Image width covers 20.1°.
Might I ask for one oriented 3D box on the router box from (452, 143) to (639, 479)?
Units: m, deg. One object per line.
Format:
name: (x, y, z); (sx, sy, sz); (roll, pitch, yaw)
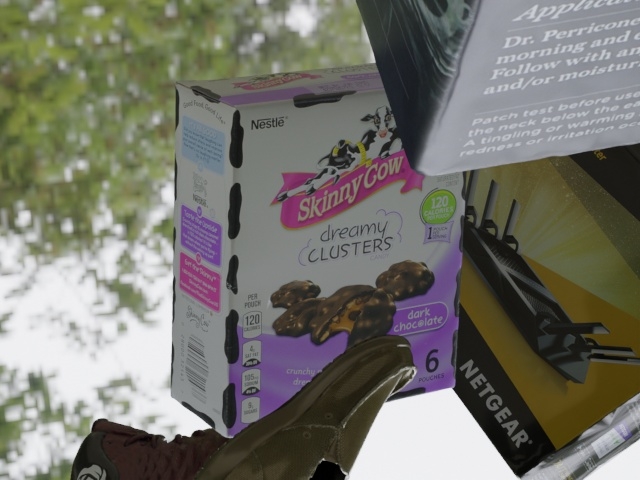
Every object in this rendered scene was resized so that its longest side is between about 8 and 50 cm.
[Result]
router box: (0.183, 0.022, 1.448); (0.243, 0.081, 0.309); (-36, -124, 0)

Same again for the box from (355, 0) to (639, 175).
box: (0.144, -0.359, 0.813); (0.297, 0.472, 0.480); (-11, -114, -13)

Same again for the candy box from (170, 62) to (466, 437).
candy box: (0.000, 0.000, 1.058); (0.165, 0.196, 0.070); (-9, -159, -32)

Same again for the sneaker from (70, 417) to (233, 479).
sneaker: (-0.093, 0.153, 1.374); (0.162, 0.106, 0.281); (32, -113, 35)

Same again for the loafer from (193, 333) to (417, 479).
loafer: (-0.001, 0.098, 0.876); (0.148, 0.056, 0.050); (-35, -102, -34)
